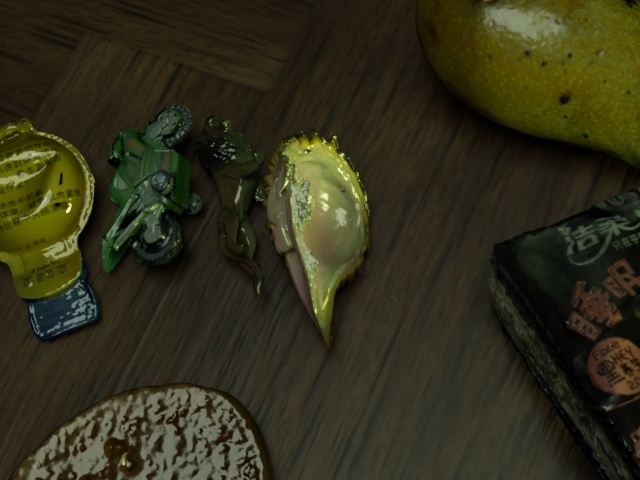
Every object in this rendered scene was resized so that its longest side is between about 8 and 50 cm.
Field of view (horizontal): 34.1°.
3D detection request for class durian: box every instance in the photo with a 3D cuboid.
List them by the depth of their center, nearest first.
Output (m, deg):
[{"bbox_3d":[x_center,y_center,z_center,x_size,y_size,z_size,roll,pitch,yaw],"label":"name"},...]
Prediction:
[{"bbox_3d":[-0.013,0.000,1.075,0.078,0.140,0.224,-10,72,36],"label":"durian"}]

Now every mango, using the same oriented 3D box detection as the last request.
[{"bbox_3d":[0.253,-0.198,1.097,0.330,0.175,0.176,23,116,15],"label":"mango"}]

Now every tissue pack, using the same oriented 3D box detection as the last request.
[{"bbox_3d":[0.327,0.101,0.950,0.245,0.123,0.332,-20,49,-9],"label":"tissue pack"}]

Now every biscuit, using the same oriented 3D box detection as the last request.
[{"bbox_3d":[-0.171,0.271,1.005,0.273,0.049,0.257,-24,69,-2],"label":"biscuit"}]

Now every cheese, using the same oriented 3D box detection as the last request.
[{"bbox_3d":[-0.312,-0.014,1.137,0.157,0.064,0.250,-20,76,-1],"label":"cheese"}]

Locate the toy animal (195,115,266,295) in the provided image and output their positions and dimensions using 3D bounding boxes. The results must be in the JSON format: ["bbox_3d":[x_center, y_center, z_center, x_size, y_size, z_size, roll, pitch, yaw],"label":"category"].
[{"bbox_3d":[-0.079,-0.040,1.120,0.086,0.069,0.219,-24,59,20],"label":"toy animal"}]

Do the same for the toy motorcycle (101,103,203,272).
[{"bbox_3d":[-0.190,-0.060,1.136,0.106,0.074,0.190,-7,68,23],"label":"toy motorcycle"}]
